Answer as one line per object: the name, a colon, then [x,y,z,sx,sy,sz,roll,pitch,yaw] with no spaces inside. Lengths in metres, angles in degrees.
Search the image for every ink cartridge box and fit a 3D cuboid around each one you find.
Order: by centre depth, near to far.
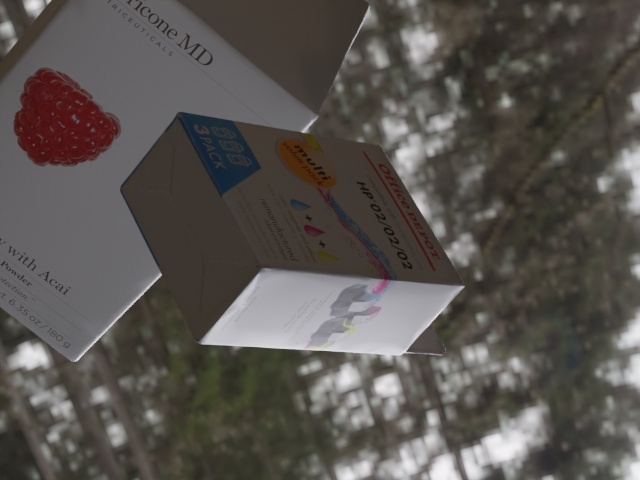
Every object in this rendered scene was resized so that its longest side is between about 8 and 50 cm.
ink cartridge box: [0.000,0.000,0.962,0.181,0.061,0.104,6,-136,-44]

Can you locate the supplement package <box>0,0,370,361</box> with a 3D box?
supplement package: [-0.135,-0.092,1.310,0.293,0.177,0.175,-44,-167,33]
